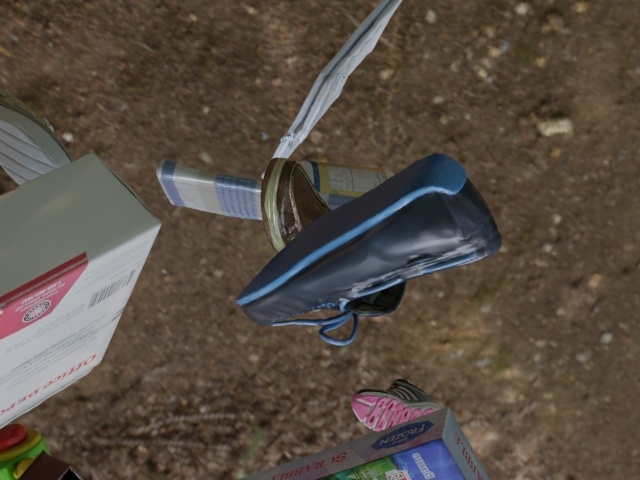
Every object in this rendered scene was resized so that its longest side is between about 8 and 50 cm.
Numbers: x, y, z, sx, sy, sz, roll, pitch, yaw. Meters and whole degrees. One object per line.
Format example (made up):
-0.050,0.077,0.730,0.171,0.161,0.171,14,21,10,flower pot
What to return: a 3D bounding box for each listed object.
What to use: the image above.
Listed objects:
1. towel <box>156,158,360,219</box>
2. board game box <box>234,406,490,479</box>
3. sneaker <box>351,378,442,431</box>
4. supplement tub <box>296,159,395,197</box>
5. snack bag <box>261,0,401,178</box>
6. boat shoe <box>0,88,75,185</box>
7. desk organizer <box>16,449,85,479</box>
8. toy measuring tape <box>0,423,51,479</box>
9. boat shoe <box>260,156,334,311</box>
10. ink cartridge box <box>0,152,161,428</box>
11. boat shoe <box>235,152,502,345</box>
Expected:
-0.073,-0.057,1.517,0.285,0.209,0.034,9,81,1,towel
0.076,0.379,1.303,0.318,0.066,0.318,-24,106,24,board game box
0.109,0.247,1.731,0.170,0.075,0.063,13,114,-34,sneaker
0.048,-0.048,1.808,0.200,0.144,0.144,6,112,-13,supplement tub
0.022,-0.279,2.082,0.323,0.037,0.342,-55,180,-39,snack bag
-0.469,-0.171,1.774,0.094,0.302,0.109,-28,143,-42,boat shoe
-0.292,0.277,1.127,0.130,0.050,0.047,-51,130,-27,desk organizer
-0.556,0.371,1.978,0.121,0.330,0.121,0,90,-39,toy measuring tape
0.002,-0.007,1.358,0.257,0.095,0.095,70,29,-53,boat shoe
-0.237,0.051,0.915,0.158,0.092,0.218,-32,161,-41,ink cartridge box
0.027,0.028,0.860,0.089,0.258,0.109,47,55,-12,boat shoe
